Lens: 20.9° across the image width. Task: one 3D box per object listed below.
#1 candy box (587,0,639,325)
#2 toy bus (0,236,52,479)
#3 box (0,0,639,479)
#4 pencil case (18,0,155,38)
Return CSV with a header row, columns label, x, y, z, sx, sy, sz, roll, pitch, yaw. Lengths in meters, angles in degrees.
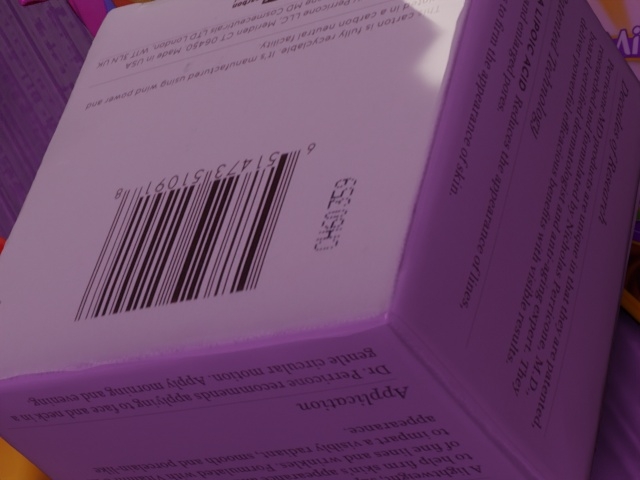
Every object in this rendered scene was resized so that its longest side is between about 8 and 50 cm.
label,x,y,z,sx,sy,sz,roll,pitch,yaw
candy box,0.141,-0.021,0.657,0.105,0.027,0.206,-46,68,2
toy bus,-0.173,0.098,0.686,0.220,0.149,0.211,4,66,22
box,0.000,0.000,0.595,0.181,0.119,0.182,-11,47,34
pencil case,-0.009,-0.152,0.701,0.236,0.104,0.104,-30,70,10
